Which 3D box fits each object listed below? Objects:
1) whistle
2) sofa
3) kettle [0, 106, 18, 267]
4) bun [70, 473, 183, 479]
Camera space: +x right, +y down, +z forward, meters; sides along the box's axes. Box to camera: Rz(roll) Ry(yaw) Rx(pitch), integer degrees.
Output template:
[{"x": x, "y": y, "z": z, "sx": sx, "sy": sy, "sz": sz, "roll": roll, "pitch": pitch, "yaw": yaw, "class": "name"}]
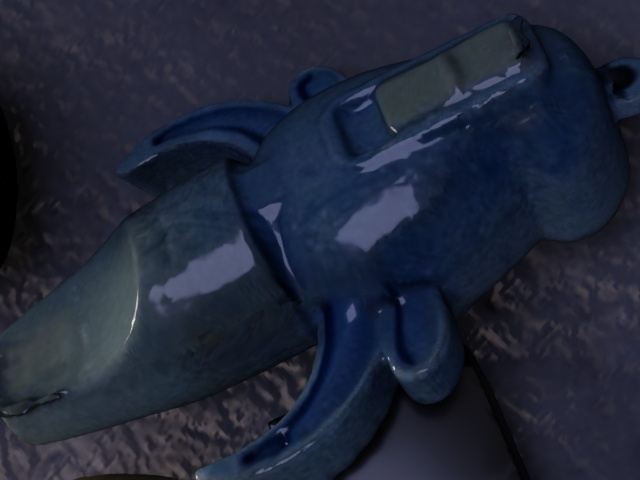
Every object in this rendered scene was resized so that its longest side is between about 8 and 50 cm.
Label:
[{"x": 0.000, "y": 0.000, "z": 0.658, "sx": 0.269, "sy": 0.093, "sz": 0.180, "roll": -27, "pitch": 47, "yaw": 10, "class": "whistle"}, {"x": 0.045, "y": 0.120, "z": 0.677, "sx": 0.085, "sy": 0.060, "sz": 0.147, "roll": -23, "pitch": 81, "yaw": 0, "class": "sofa"}, {"x": -0.247, "y": -0.023, "z": 0.705, "sx": 0.232, "sy": 0.202, "sz": 0.144, "roll": -8, "pitch": 78, "yaw": 21, "class": "kettle"}, {"x": -0.060, "y": 0.178, "z": 0.633, "sx": 0.128, "sy": 0.193, "sz": 0.178, "roll": 0, "pitch": 98, "yaw": 19, "class": "bun"}]
